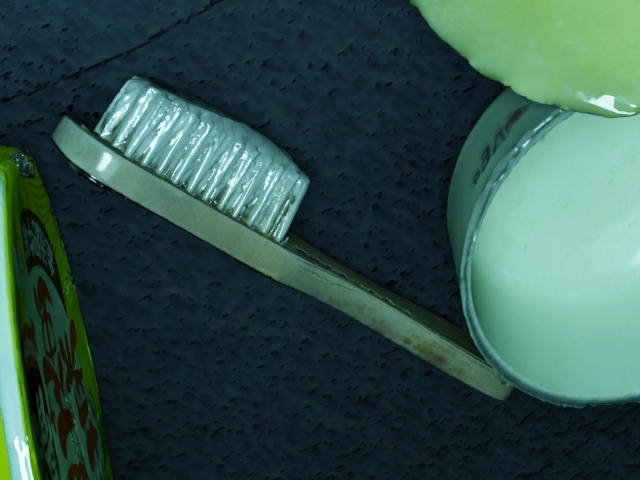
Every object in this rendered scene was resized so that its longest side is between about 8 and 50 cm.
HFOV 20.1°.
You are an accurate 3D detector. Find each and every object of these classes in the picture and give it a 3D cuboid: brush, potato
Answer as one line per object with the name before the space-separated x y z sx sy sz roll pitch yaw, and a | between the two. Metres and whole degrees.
brush | 0.000 0.000 0.992 0.327 0.070 0.065 31 95 -31
potato | 0.129 -0.203 0.846 0.160 0.111 0.271 14 127 11

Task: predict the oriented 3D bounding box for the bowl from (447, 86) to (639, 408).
bowl | 0.160 -0.022 0.998 0.211 0.112 0.211 -7 120 -13

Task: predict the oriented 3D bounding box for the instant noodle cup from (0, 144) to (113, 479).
instant noodle cup | -0.223 0.122 0.865 0.222 0.311 0.311 -10 121 -3
